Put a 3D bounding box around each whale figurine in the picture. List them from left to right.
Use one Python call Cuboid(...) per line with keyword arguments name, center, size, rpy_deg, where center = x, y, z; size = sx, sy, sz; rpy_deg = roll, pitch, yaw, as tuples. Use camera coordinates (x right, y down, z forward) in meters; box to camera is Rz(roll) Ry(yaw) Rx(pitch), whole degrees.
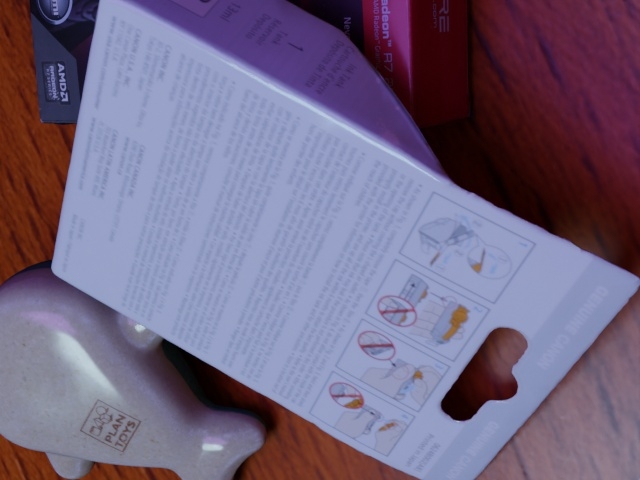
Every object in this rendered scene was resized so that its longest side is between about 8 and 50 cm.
Cuboid(name="whale figurine", center=(-0.176, 0.123, 1.030), size=(0.272, 0.141, 0.216), rpy_deg=(29, 115, -2))

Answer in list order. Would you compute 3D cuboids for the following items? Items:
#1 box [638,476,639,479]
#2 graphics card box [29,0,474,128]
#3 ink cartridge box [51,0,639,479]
Cuboid(name="box", center=(0.325, 0.266, 0.740), size=(0.290, 0.087, 0.169), rpy_deg=(27, 114, 26))
Cuboid(name="graphics card box", center=(-0.069, -0.205, 0.889), size=(0.371, 0.094, 0.232), rpy_deg=(6, 104, 33))
Cuboid(name="ink cartridge box", center=(0.000, 0.000, 0.842), size=(0.385, 0.091, 0.308), rpy_deg=(28, 138, 3))
